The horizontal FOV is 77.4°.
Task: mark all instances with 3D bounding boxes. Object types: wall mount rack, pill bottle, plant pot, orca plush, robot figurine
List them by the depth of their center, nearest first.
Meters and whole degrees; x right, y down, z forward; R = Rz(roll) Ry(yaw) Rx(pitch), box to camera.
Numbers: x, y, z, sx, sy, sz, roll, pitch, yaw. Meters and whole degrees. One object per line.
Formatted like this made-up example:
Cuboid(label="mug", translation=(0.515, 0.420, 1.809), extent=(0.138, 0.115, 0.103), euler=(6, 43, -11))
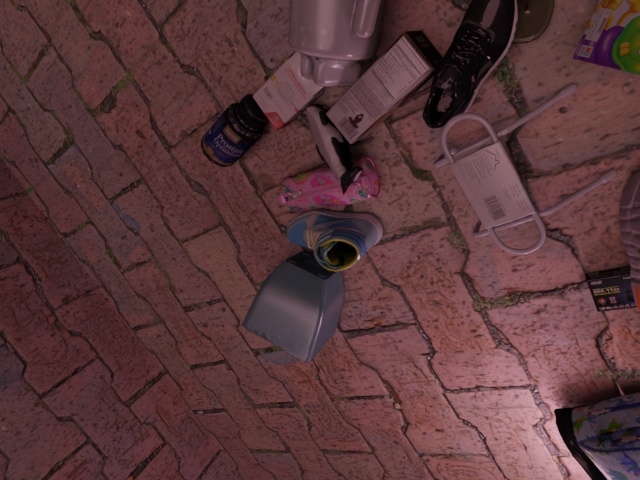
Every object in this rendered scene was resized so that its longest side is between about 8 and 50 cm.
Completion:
Cuboid(label="robot figurine", translation=(0.037, -0.517, 0.842), extent=(0.300, 0.200, 0.353), euler=(45, 138, 45))
Cuboid(label="wall mount rack", translation=(0.435, -0.156, 0.876), extent=(0.304, 0.130, 0.350), euler=(-24, 103, 41))
Cuboid(label="orca plush", translation=(0.056, -0.251, 1.005), extent=(0.102, 0.287, 0.151), euler=(-17, 134, -9))
Cuboid(label="pill bottle", translation=(-0.244, -0.320, 1.166), extent=(0.219, 0.123, 0.122), euler=(-32, 98, 38))
Cuboid(label="plant pot", translation=(-0.058, 0.182, 1.282), extent=(0.248, 0.247, 0.252), euler=(25, 108, 16))

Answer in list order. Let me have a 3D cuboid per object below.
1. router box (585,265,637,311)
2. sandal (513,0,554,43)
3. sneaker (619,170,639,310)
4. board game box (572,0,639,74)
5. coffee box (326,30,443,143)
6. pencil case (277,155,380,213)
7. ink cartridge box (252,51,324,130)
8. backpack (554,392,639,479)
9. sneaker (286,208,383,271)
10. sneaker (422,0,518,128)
Cuboid(label="router box", translation=(0.698, 0.111, 0.926), extent=(0.123, 0.038, 0.092), euler=(-18, 106, 36))
Cuboid(label="sandal", translation=(0.360, -0.522, 0.727), extent=(0.120, 0.086, 0.302), euler=(2, 118, 29))
Cuboid(label="sneaker", translation=(0.736, 0.001, 0.806), extent=(0.180, 0.124, 0.321), euler=(-11, 100, 14))
Cuboid(label="board game box", translation=(0.581, -0.317, 0.609), extent=(0.275, 0.142, 0.144), euler=(44, 136, 41))
Cuboid(label="coffee box", translation=(0.149, -0.347, 0.916), extent=(0.098, 0.141, 0.246), euler=(50, 128, -4))
Cuboid(label="pencil case", translation=(0.022, -0.149, 1.114), extent=(0.284, 0.124, 0.124), euler=(-7, 113, 32))
Cuboid(label="ink cartridge box", translation=(-0.073, -0.399, 1.059), extent=(0.198, 0.067, 0.115), euler=(-28, 100, 39))
Cuboid(label="backpack", translation=(0.825, 0.511, 0.971), extent=(0.355, 0.273, 0.290), euler=(-40, 86, 27))
Cuboid(label="sneaker", translation=(0.000, 0.000, 1.154), extent=(0.319, 0.208, 0.127), euler=(-2, 116, 31))
Cuboid(label="sneaker", translation=(0.291, -0.350, 0.800), extent=(0.107, 0.124, 0.283), euler=(34, 142, 20))
